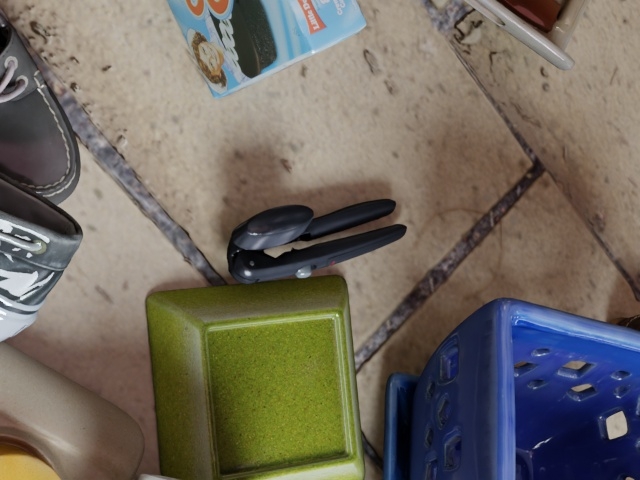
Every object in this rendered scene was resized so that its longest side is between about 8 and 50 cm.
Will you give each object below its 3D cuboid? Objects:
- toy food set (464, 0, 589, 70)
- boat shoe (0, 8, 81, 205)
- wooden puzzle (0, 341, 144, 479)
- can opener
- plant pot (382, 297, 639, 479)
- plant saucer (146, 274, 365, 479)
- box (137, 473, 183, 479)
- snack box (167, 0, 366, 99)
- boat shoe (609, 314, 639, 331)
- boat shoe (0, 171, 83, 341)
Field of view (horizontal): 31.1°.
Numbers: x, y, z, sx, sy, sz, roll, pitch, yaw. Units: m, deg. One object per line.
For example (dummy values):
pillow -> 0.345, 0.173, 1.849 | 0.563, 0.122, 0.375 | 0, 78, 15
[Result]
toy food set -> 0.208, -0.338, 1.082 | 0.220, 0.092, 0.306 | 33, 73, -10
boat shoe -> -0.290, -0.156, 0.828 | 0.112, 0.095, 0.335 | -44, 105, -23
wooden puzzle -> -0.311, 0.203, 0.751 | 0.322, 0.080, 0.347 | 35, 69, -24
can opener -> 0.000, 0.000, 0.989 | 0.186, 0.073, 0.059 | -8, 81, -37
plant pot -> 0.176, 0.205, 0.954 | 0.236, 0.212, 0.236 | 16, 61, -26
plant saucer -> -0.042, 0.128, 0.962 | 0.188, 0.045, 0.188 | -4, 88, -28
box -> -0.098, 0.303, 0.814 | 0.127, 0.148, 0.232 | 14, 62, -11
snack box -> -0.096, -0.279, 0.888 | 0.060, 0.187, 0.322 | -30, 99, -26
boat shoe -> 0.371, 0.153, 1.159 | 0.207, 0.073, 0.073 | 41, 68, -20
boat shoe -> -0.313, -0.063, 0.779 | 0.335, 0.121, 0.119 | 35, 104, -27
